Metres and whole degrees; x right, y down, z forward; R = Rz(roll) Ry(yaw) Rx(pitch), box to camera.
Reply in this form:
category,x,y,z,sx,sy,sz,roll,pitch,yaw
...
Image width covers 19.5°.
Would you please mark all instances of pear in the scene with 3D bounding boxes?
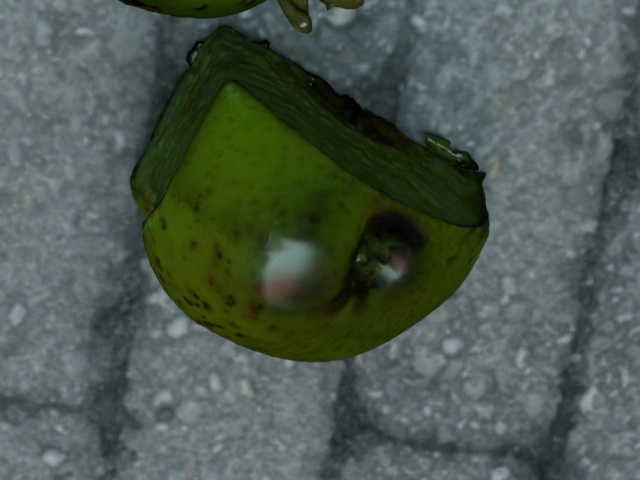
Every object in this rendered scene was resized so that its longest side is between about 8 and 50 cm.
category,x,y,z,sx,sy,sz,roll,pitch,yaw
pear,0.000,0.000,1.217,0.238,0.255,0.164,29,105,-16

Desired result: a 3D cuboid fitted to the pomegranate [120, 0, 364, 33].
category,x,y,z,sx,sy,sz,roll,pitch,yaw
pomegranate,-0.059,-0.226,1.144,0.211,0.263,0.211,-25,134,-28
